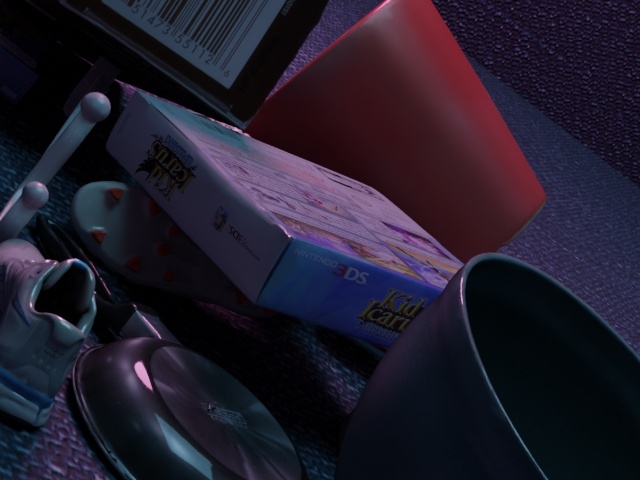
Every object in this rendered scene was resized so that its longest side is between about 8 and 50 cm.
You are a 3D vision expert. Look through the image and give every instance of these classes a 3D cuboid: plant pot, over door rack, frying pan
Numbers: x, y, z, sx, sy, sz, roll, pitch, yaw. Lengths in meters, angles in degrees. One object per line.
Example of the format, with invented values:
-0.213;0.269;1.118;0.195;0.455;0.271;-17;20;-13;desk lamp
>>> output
0.064;-0.070;1.774;0.243;0.275;0.275;49;14;-3;plant pot
0.118;0.181;1.202;0.293;0.196;0.293;41;23;-22;plant pot
-0.267;-0.149;1.371;0.239;0.108;0.324;39;21;-11;over door rack
-0.090;0.098;1.279;0.197;0.053;0.326;34;19;-29;frying pan

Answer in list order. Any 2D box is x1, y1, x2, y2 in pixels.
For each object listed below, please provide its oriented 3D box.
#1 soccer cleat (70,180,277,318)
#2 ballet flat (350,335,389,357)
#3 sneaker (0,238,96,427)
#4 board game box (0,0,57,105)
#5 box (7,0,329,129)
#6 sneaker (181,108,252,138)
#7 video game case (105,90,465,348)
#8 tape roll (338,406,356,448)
-0.113;0.012;1.450;0.196;0.068;0.076;26;-10;-26;soccer cleat
0.157;0.104;1.669;0.316;0.106;0.107;33;17;-28;ballet flat
-0.170;0.038;1.171;0.071;0.083;0.191;32;15;-24;sneaker
-0.320;-0.204;1.590;0.201;0.035;0.136;38;15;-12;board game box
-0.162;-0.221;1.622;0.191;0.143;0.381;34;-1;-23;box
-0.075;-0.031;1.601;0.225;0.088;0.092;44;17;15;sneaker
0.000;0.000;1.434;0.269;0.061;0.244;21;14;-41;video game case
0.152;0.203;1.467;0.286;0.100;0.286;38;15;-12;tape roll
